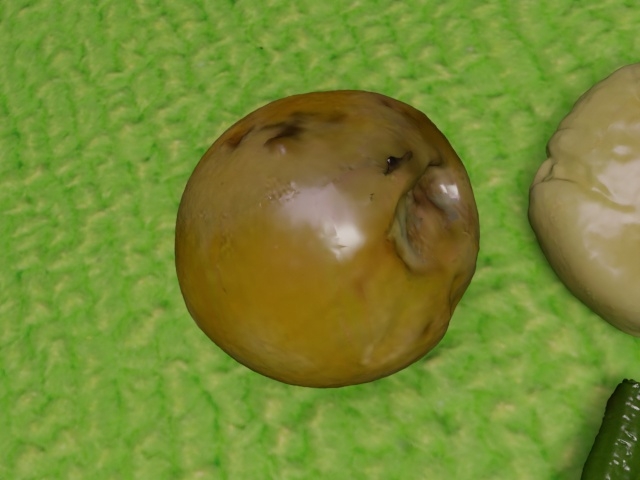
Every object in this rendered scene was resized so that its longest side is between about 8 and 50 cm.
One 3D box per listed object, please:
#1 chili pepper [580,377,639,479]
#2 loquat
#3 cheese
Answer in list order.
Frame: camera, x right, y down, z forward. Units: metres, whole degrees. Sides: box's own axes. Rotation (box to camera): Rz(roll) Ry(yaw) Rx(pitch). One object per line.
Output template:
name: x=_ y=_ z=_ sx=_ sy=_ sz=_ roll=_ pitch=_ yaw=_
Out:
chili pepper: x=0.159 y=0.254 z=0.487 sx=0.085 sy=0.076 sz=0.359 roll=39 pitch=66 yaw=-2
loquat: x=0.000 y=0.000 z=0.583 sx=0.243 sy=0.244 sz=0.244 roll=-5 pitch=67 yaw=13
cheese: x=0.279 y=-0.028 z=0.579 sx=0.226 sy=0.117 sz=0.214 roll=36 pitch=85 yaw=30
